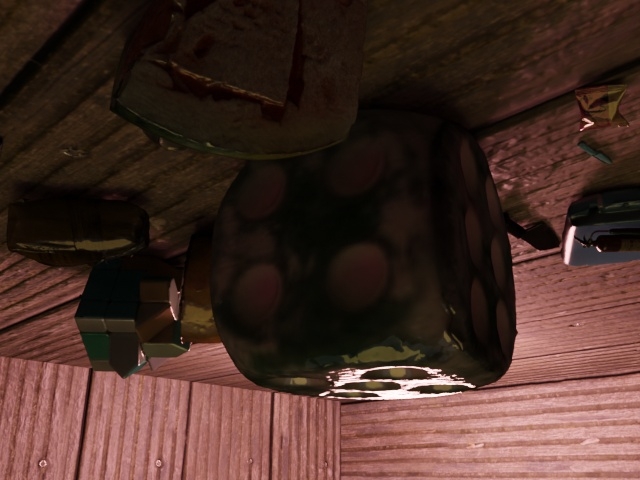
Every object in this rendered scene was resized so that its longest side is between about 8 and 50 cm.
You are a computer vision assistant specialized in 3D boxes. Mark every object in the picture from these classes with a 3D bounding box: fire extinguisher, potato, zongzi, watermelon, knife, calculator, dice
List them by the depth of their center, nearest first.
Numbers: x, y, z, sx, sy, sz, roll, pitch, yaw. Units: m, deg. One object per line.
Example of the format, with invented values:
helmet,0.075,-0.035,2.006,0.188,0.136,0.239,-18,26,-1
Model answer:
watermelon,-0.085,-0.192,0.613,0.213,0.201,0.261,10,-160,-26
dice,0.076,0.036,0.899,0.348,0.327,0.330,-13,156,31
knife,0.392,-0.123,0.922,0.091,0.005,0.014,18,155,-39
fire extinguisher,0.509,-0.001,1.060,0.173,0.035,0.049,-1,163,-6
zongzi,-0.400,-0.001,1.131,0.221,0.112,0.242,2,167,-5
calculator,0.516,-0.015,1.140,0.173,0.051,0.293,-7,158,15
knife,0.394,-0.013,1.198,0.060,0.028,0.230,-29,148,31
potato,-0.120,0.086,1.214,0.266,0.229,0.229,1,159,-7

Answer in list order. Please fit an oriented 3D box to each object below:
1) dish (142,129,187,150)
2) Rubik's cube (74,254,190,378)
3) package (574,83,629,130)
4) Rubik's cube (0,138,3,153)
dish,-0.188,-0.146,0.829,0.091,0.039,0.137,4,160,-9
Rubik's cube,-0.366,0.154,1.333,0.213,0.265,0.224,2,134,-1
package,0.345,-0.161,0.795,0.059,0.029,0.083,-2,150,27
Rubik's cube,-0.550,-0.050,0.973,0.212,0.190,0.178,5,176,2
